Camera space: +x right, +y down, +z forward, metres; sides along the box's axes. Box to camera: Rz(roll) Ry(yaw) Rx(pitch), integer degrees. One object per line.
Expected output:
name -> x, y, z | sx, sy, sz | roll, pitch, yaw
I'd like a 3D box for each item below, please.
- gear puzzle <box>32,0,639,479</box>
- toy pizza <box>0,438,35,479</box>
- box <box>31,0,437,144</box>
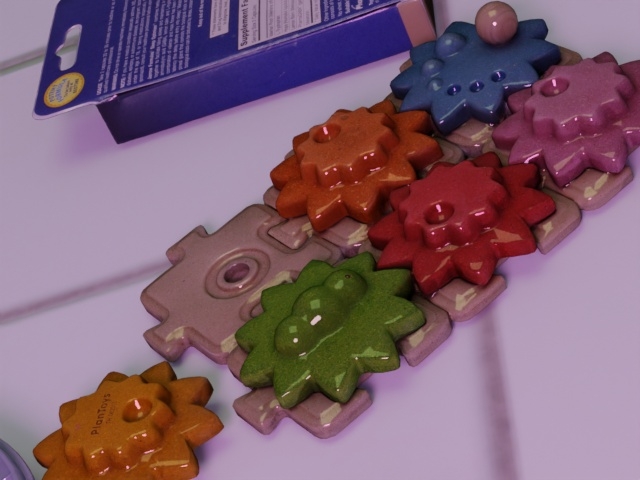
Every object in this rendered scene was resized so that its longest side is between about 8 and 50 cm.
gear puzzle -> 0.000, 0.000, 0.779 | 0.339, 0.044, 0.175 | -39, 39, -17
toy pizza -> -0.203, 0.159, 0.721 | 0.201, 0.032, 0.201 | -17, 38, 14
box -> -0.048, -0.126, 0.967 | 0.225, 0.036, 0.136 | -16, 38, 12
